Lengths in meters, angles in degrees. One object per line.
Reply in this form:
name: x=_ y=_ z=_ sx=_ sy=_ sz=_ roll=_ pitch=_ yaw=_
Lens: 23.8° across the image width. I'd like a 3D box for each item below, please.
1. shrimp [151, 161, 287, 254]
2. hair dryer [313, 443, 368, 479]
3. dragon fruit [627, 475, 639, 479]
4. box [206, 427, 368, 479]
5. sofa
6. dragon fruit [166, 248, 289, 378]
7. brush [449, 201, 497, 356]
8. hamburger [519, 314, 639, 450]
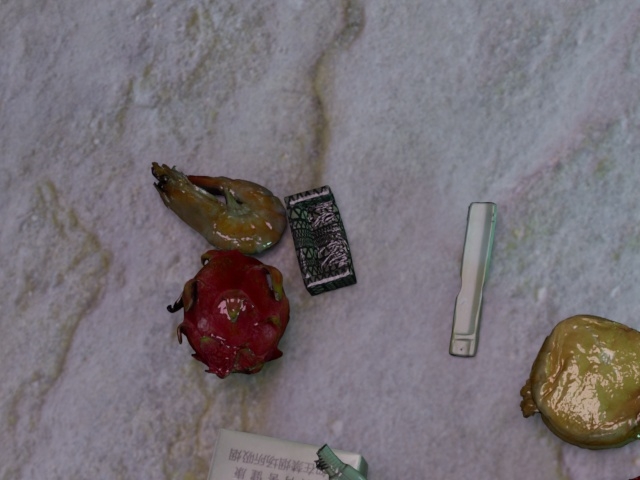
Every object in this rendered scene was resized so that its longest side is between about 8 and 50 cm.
shrimp: x=-0.125 y=-0.044 z=1.797 sx=0.190 sy=0.042 sz=0.101 roll=29 pitch=58 yaw=19
hair dryer: x=0.121 y=0.297 z=1.594 sx=0.218 sy=0.088 sz=0.225 roll=-14 pitch=89 yaw=-14
dragon fruit: x=0.344 y=0.352 z=1.522 sx=0.261 sy=0.163 sz=0.189 roll=-38 pitch=98 yaw=0
box: x=-0.055 y=0.344 z=1.631 sx=0.164 sy=0.069 sz=0.257 roll=8 pitch=73 yaw=13
sofa: x=0.000 y=0.000 z=1.756 sx=0.060 sy=0.039 sz=0.118 roll=-15 pitch=69 yaw=4
dragon fruit: x=-0.094 y=0.073 z=1.699 sx=0.136 sy=0.133 sz=0.166 roll=30 pitch=36 yaw=-16
brush: x=0.172 y=0.044 z=1.718 sx=0.033 sy=0.030 sz=0.179 roll=8 pitch=83 yaw=6
hamburger: x=0.294 y=0.155 z=1.627 sx=0.147 sy=0.083 sz=0.138 roll=17 pitch=71 yaw=14
